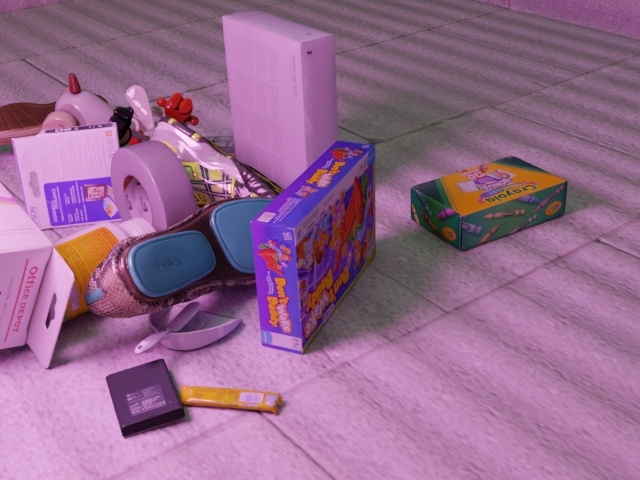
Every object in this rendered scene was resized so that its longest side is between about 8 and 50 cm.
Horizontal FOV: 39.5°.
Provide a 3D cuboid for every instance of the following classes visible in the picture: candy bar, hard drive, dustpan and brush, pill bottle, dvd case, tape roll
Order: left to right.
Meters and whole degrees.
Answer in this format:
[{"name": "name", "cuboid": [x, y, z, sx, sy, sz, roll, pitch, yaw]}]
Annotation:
[{"name": "pill bottle", "cuboid": [-0.407, 0.048, 1.579, 0.136, 0.136, 0.246, 23, 37, 38]}, {"name": "hard drive", "cuboid": [-0.266, 0.234, 1.343, 0.094, 0.022, 0.135, -17, 32, -15]}, {"name": "tape roll", "cuboid": [-0.324, -0.083, 1.726, 0.072, 0.219, 0.219, -23, 35, -33]}, {"name": "dustpan and brush", "cuboid": [-0.239, 0.148, 1.464, 0.147, 0.060, 0.211, 10, 31, 22]}, {"name": "candy bar", "cuboid": [-0.137, 0.238, 1.335, 0.162, 0.018, 0.040, 3, 38, 10]}, {"name": "dvd case", "cuboid": [-0.222, -0.221, 2.180, 0.221, 0.018, 0.164, -3, 29, -2]}]

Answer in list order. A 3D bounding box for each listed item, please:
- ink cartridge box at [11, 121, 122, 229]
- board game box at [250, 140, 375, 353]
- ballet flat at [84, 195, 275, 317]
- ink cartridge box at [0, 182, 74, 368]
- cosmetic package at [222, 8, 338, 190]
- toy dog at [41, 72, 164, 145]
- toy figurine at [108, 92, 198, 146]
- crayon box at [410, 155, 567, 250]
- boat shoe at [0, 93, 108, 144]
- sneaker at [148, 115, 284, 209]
[{"name": "ink cartridge box", "cuboid": [-0.513, -0.131, 1.844, 0.208, 0.206, 0.045, -7, 23, -11]}, {"name": "board game box", "cuboid": [0.000, 0.000, 1.539, 0.078, 0.233, 0.347, 10, 31, 21]}, {"name": "ballet flat", "cuboid": [-0.216, 0.029, 1.570, 0.182, 0.164, 0.483, -25, -3, 40]}, {"name": "ink cartridge box", "cuboid": [-0.553, 0.039, 1.446, 0.119, 0.207, 0.353, -7, 38, -47]}, {"name": "cosmetic package", "cuboid": [-0.082, -0.277, 1.900, 0.097, 0.377, 0.284, -21, 35, -29]}, {"name": "toy dog", "cuboid": [-0.490, -0.306, 2.119, 0.334, 0.161, 0.220, -2, 46, -24]}, {"name": "toy figurine", "cuboid": [-0.360, -0.204, 1.966, 0.213, 0.209, 0.148, -19, -5, -18]}, {"name": "crayon box", "cuboid": [0.343, -0.081, 1.819, 0.279, 0.081, 0.165, -18, 32, -27]}, {"name": "boat shoe", "cuboid": [-0.692, -0.276, 2.224, 0.341, 0.110, 0.121, -15, 46, -29]}, {"name": "sneaker", "cuboid": [-0.200, -0.100, 1.826, 0.385, 0.147, 0.145, 34, 3, 16]}]
